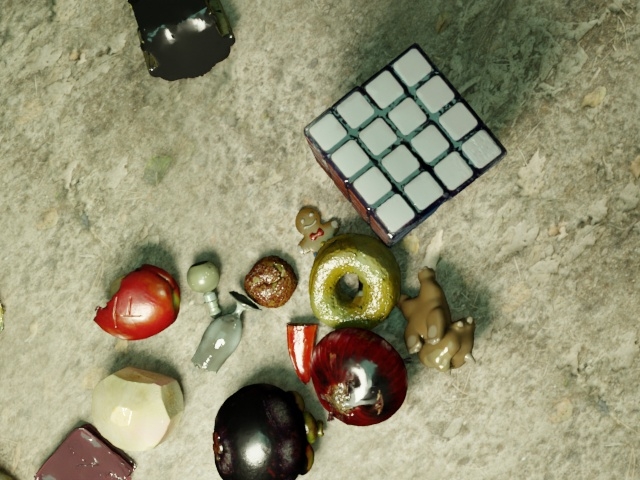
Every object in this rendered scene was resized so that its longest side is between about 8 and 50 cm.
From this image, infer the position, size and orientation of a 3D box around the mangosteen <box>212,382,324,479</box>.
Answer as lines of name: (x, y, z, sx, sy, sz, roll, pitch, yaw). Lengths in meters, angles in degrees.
mangosteen: (-0.123, 0.503, 1.520, 0.302, 0.275, 0.275, 1, 85, -29)

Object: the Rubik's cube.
Rubik's cube: (0.198, -0.215, 1.487, 0.337, 0.344, 0.344, -39, 86, 0)

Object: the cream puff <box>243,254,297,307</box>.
cream puff: (-0.137, 0.112, 1.614, 0.149, 0.084, 0.149, 0, 86, 2)

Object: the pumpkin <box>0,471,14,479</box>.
pumpkin: (-0.935, 0.736, 1.542, 0.332, 0.199, 0.332, -5, 64, 10)

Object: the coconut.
coconut: (-0.479, 0.438, 1.543, 0.237, 0.237, 0.197, 21, 89, 5)

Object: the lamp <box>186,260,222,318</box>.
lamp: (-0.308, 0.139, 1.631, 0.091, 0.091, 0.163, -17, 102, 3)

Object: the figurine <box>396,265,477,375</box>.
figurine: (0.312, 0.225, 1.541, 0.173, 0.247, 0.177, 26, 116, -29)

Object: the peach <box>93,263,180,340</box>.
peach: (-0.495, 0.164, 1.584, 0.226, 0.196, 0.190, -7, 52, 1)

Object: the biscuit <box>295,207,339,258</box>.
biscuit: (0.000, 0.000, 1.640, 0.138, 0.031, 0.205, -33, 83, 1)

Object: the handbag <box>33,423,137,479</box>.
handbag: (-0.633, 0.634, 1.616, 0.216, 0.074, 0.203, 38, 89, 4)

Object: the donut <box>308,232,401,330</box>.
donut: (0.080, 0.123, 1.553, 0.272, 0.107, 0.272, 3, 104, 13)

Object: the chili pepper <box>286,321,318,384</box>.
chili pepper: (-0.047, 0.307, 1.609, 0.088, 0.065, 0.169, -3, 91, 20)

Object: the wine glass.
wine glass: (-0.256, 0.251, 1.603, 0.103, 0.103, 0.222, 32, 94, 5)

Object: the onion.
onion: (0.112, 0.333, 1.531, 0.273, 0.285, 0.273, 20, 126, 30)

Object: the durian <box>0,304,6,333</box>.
durian: (-0.978, 0.215, 1.636, 0.196, 0.185, 0.305, 7, 79, -22)

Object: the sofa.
sofa: (-0.387, -0.588, 1.663, 0.258, 0.182, 0.200, -23, 67, 2)
